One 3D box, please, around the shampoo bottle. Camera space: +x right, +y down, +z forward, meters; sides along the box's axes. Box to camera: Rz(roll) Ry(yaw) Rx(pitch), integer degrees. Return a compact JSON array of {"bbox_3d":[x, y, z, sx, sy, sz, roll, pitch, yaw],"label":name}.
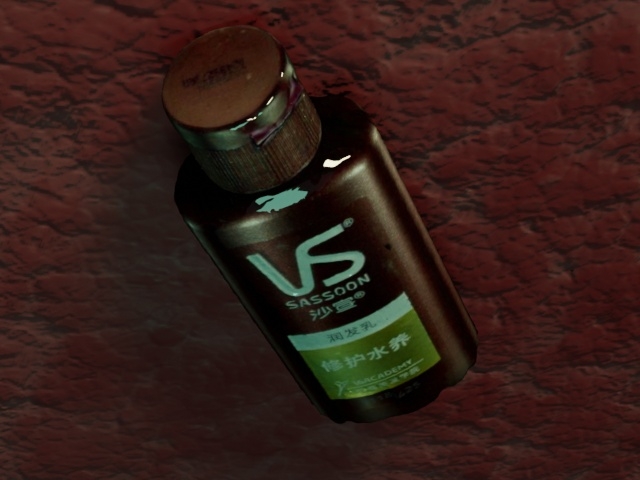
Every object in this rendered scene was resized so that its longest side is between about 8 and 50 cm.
[{"bbox_3d":[0.000,0.000,1.019,0.129,0.084,0.323,-19,143,7],"label":"shampoo bottle"}]
